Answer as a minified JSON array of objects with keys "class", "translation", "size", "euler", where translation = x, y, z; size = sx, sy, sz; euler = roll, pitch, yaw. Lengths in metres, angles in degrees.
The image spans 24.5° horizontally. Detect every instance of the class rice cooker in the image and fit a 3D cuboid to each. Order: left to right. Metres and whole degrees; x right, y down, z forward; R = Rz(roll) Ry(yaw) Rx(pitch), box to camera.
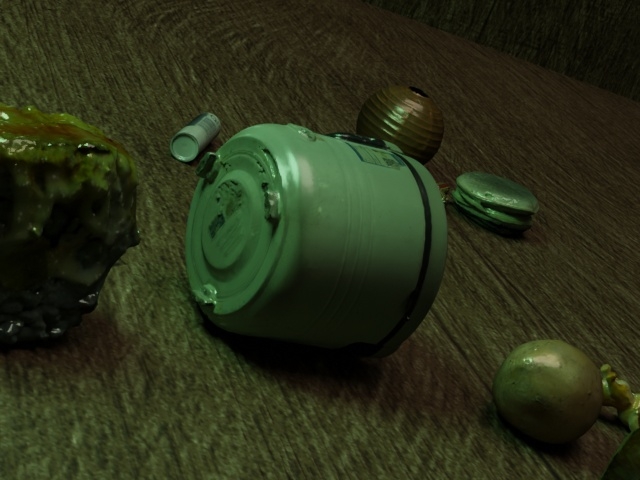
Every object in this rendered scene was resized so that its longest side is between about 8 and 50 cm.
[{"class":"rice cooker","translation":[0.000,0.000,1.463],"size":[0.244,0.226,0.226],"euler":[9,23,-31]}]

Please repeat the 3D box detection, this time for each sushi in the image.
[{"class":"sushi","translation":[-0.276,-0.017,1.223],"size":[0.274,0.184,0.139],"euler":[3,22,-39]}]

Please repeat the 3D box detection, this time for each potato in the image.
[{"class":"potato","translation":[0.237,0.153,1.510],"size":[0.112,0.112,0.147],"euler":[33,13,27]}]

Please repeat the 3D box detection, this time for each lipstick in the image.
[{"class":"lipstick","translation":[-0.162,-0.137,1.925],"size":[0.040,0.040,0.141],"euler":[24,18,1]}]

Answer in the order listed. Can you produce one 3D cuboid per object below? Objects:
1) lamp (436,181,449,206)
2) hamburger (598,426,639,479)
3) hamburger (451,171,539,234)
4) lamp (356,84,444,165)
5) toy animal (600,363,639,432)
[{"class":"lamp","translation":[0.164,-0.067,2.159],"size":[0.063,0.031,0.083],"euler":[19,22,-10]},{"class":"hamburger","translation":[0.341,0.253,1.127],"size":[0.285,0.265,0.134],"euler":[35,-19,13]},{"class":"hamburger","translation":[0.261,-0.056,2.198],"size":[0.133,0.062,0.140],"euler":[26,19,18]},{"class":"lamp","translation":[0.122,-0.171,2.238],"size":[0.136,0.136,0.136],"euler":[22,18,-7]},{"class":"toy animal","translation":[0.324,0.184,1.634],"size":[0.083,0.081,0.060],"euler":[57,3,-14]}]
